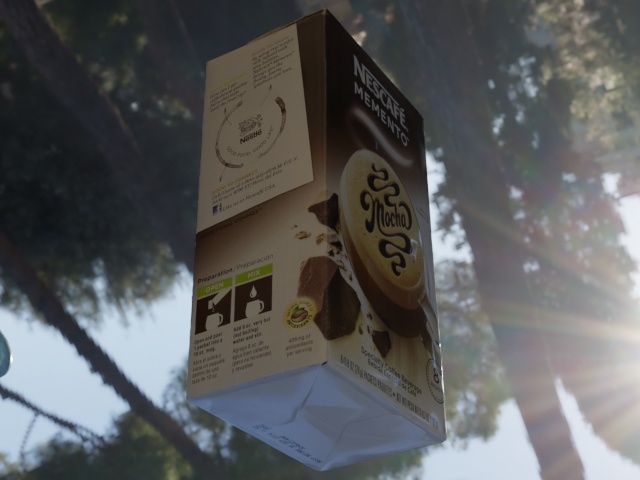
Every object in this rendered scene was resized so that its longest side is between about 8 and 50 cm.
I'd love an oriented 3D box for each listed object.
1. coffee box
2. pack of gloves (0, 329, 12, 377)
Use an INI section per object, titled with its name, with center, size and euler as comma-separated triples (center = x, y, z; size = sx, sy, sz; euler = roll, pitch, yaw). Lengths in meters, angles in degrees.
[coffee box]
center = 0.000, 0.000, 0.867
size = 0.119, 0.168, 0.297
euler = -19, -125, 27
[pack of gloves]
center = -0.144, -0.076, 0.301
size = 0.046, 0.195, 0.232
euler = -19, -128, -10
